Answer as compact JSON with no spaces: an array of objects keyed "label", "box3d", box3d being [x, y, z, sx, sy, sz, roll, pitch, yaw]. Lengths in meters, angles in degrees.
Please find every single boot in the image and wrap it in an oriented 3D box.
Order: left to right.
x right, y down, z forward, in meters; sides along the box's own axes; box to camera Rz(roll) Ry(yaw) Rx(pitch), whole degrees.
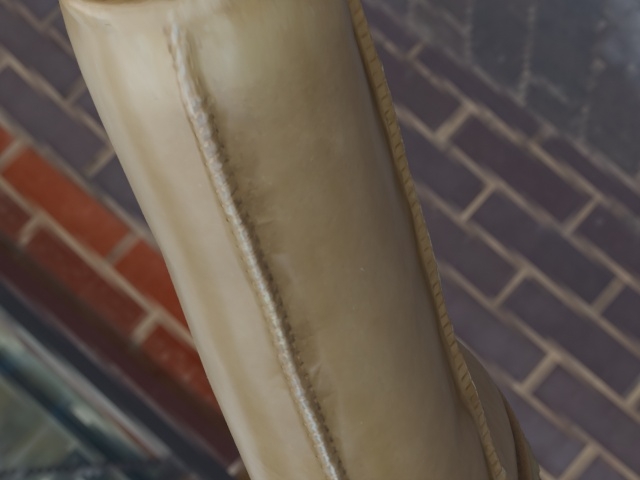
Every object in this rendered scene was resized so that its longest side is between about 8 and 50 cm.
[{"label":"boot","box3d":[0.000,0.000,0.576,0.236,0.089,0.269,-112,2,-61]}]
